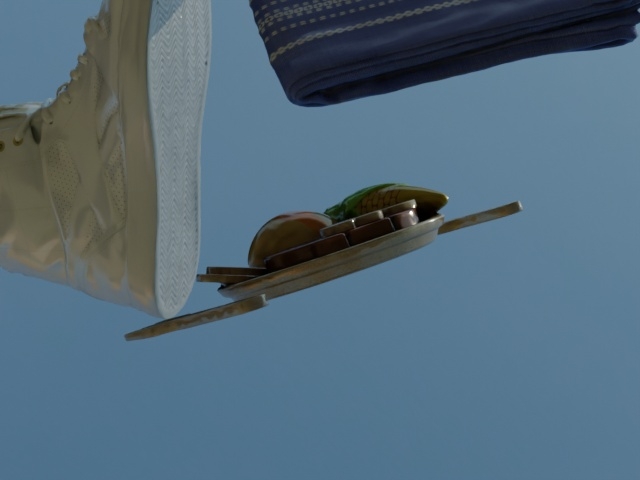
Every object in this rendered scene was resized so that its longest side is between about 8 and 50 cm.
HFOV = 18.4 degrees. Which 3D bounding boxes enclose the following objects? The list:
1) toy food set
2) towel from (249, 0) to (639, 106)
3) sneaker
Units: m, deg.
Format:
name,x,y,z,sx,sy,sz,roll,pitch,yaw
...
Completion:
name,x,y,z,sx,sy,sz,roll,pitch,yaw
toy food set,0.000,0.000,1.021,0.192,0.132,0.038,-20,-88,-36
towel,0.062,-0.206,1.365,0.243,0.040,0.336,-14,-142,-4
sneaker,-0.170,-0.098,1.384,0.169,0.108,0.292,12,-72,21
